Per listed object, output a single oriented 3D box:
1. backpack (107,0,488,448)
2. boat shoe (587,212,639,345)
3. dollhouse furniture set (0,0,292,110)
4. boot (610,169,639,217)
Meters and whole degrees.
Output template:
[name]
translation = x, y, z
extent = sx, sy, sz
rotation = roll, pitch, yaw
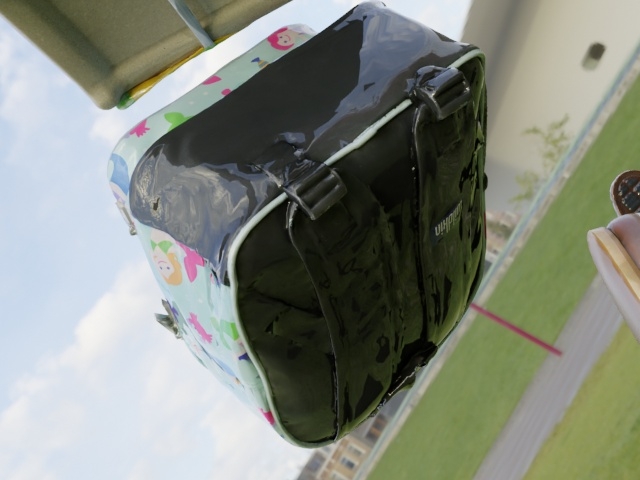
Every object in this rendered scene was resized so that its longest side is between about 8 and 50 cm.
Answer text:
[backpack]
translation = 0.000, 0.000, 0.545
extent = 0.225, 0.191, 0.253
rotation = -40, -43, -22
[boat shoe]
translation = 0.218, 0.070, 0.432
extent = 0.073, 0.207, 0.073
rotation = -30, -17, 7
[dollhouse furniture set]
translation = -0.120, -0.229, 0.442
extent = 0.197, 0.151, 0.301
rotation = -27, -21, 5
[boot]
translation = 0.376, 0.011, 0.899
extent = 0.082, 0.219, 0.106
rotation = -45, 5, 1
